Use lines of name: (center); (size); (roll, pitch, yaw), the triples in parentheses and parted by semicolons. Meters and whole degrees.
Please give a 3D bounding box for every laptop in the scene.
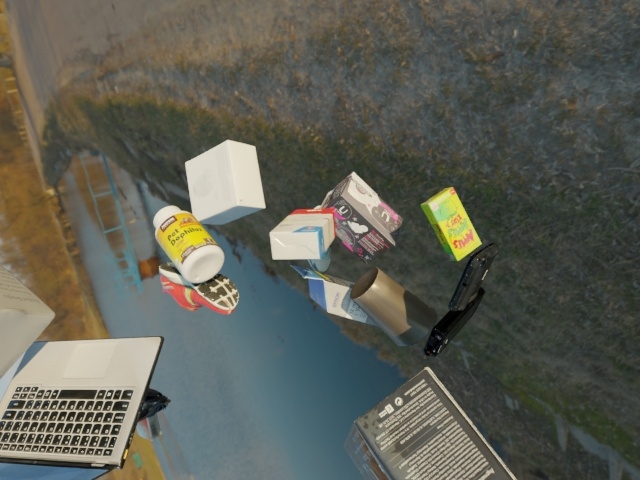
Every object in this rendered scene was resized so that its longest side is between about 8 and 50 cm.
laptop: (-0.563, 0.322, 0.907); (0.236, 0.381, 0.408); (61, -150, -48)

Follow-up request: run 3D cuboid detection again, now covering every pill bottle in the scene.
pill bottle: (-0.349, 0.003, 1.284); (0.215, 0.117, 0.117); (44, 145, 32)

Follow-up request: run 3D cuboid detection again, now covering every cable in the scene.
cable: (-0.513, 0.481, 1.404); (0.047, 0.150, 0.184); (50, -178, 30)

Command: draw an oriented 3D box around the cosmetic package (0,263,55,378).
cosmetic package: (-0.820, 0.132, 0.924); (0.393, 0.327, 0.329); (39, 171, 7)

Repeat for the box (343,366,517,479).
box: (0.330, 0.721, 1.531); (0.472, 0.297, 0.480); (50, 160, 24)

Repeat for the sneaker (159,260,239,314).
sneaker: (-0.333, 0.146, 1.363); (0.278, 0.107, 0.119); (22, 118, 31)

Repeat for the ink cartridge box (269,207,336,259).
ink cartridge box: (-0.037, -0.023, 1.361); (0.134, 0.231, 0.078); (-1, 109, 16)

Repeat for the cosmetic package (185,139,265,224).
cosmetic package: (-0.325, -0.191, 1.689); (0.224, 0.138, 0.224); (-17, 79, 37)

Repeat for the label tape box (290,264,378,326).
label tape box: (0.061, 0.197, 1.766); (0.249, 0.347, 0.115); (-160, 87, -74)

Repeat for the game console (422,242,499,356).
game console: (0.368, 0.141, 1.252); (0.044, 0.213, 0.361); (36, 140, 25)

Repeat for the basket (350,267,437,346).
basket: (0.217, 0.202, 1.548); (0.227, 0.154, 0.204); (41, 156, -15)

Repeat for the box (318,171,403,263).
box: (0.135, -0.076, 1.653); (0.247, 0.163, 0.142); (43, 130, -14)

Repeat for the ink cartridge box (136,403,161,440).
ink cartridge box: (-0.579, 0.531, 1.543); (0.179, 0.045, 0.146); (-1, 104, 34)

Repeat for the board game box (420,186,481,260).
board game box: (0.361, -0.044, 1.365); (0.181, 0.092, 0.043); (60, 163, -9)

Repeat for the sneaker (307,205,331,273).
sneaker: (0.000, 0.000, 2.029); (0.122, 0.110, 0.283); (-144, 53, -78)
